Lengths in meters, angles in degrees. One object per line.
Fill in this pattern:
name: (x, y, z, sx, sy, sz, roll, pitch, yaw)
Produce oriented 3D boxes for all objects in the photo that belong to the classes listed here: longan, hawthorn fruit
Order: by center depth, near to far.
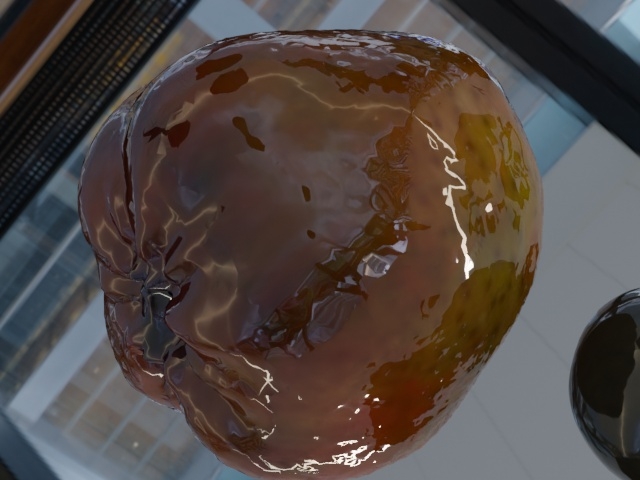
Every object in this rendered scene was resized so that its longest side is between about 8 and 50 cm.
longan: (0.333, 0.143, 0.851, 0.220, 0.196, 0.196, 40, -88, 30)
hawthorn fruit: (0.000, 0.000, 0.936, 0.472, 0.472, 0.471, -45, -161, 20)
